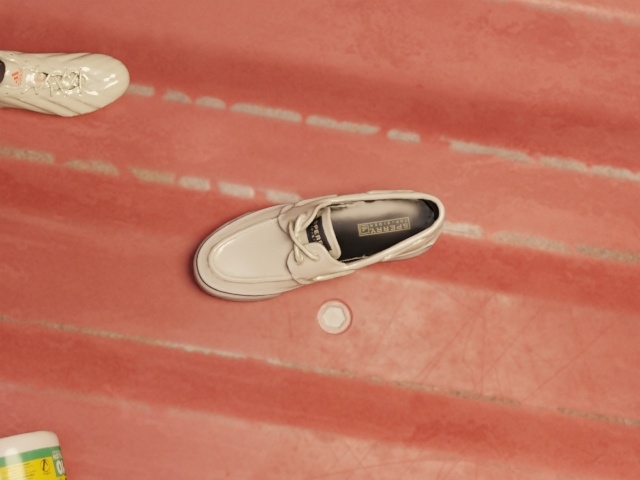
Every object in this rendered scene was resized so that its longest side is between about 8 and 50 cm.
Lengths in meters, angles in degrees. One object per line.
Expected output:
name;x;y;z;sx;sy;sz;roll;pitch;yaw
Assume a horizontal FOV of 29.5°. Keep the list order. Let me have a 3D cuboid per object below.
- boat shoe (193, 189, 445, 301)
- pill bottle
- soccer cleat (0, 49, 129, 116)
boat shoe;0.000;0.000;1.251;0.267;0.088;0.096;-8;80;-5
pill bottle;-0.287;0.296;1.162;0.117;0.117;0.208;-14;80;-6
soccer cleat;-0.300;-0.167;1.271;0.196;0.076;0.068;-2;79;-4
